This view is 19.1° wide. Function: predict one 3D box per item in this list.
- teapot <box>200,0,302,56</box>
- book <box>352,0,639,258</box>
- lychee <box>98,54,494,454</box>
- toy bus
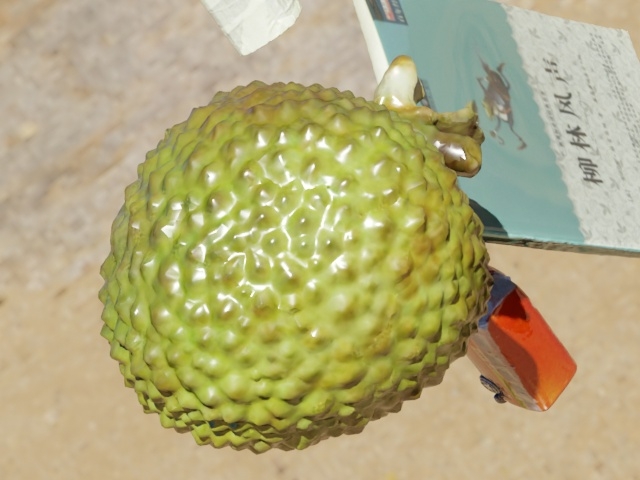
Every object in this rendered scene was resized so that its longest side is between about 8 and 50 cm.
[{"bbox_3d":[-0.108,-0.275,1.834,0.077,0.200,0.107,-30,15,24],"label":"teapot"},{"bbox_3d":[0.196,-0.105,1.738,0.379,0.264,0.031,5,-31,-42],"label":"book"},{"bbox_3d":[-0.008,0.009,1.355,0.320,0.270,0.270,-41,19,3],"label":"lychee"},{"bbox_3d":[0.175,0.090,1.783,0.077,0.174,0.079,24,70,46],"label":"toy bus"}]
